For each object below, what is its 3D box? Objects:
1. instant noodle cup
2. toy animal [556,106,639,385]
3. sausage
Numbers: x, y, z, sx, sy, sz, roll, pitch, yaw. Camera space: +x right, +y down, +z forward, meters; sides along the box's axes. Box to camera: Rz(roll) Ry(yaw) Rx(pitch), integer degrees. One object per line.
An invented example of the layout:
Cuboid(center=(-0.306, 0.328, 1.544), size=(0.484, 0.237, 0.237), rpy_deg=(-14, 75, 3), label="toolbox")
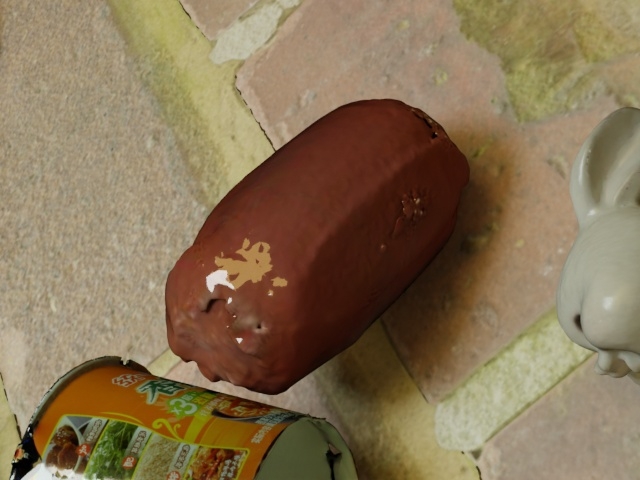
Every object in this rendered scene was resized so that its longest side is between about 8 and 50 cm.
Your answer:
Cuboid(center=(-0.090, 0.205, 1.133), size=(0.182, 0.230, 0.230), rpy_deg=(4, 67, 29), label="instant noodle cup")
Cuboid(center=(0.253, 0.011, 1.023), size=(0.193, 0.127, 0.178), rpy_deg=(2, 64, 41), label="toy animal")
Cuboid(center=(0.000, 0.000, 1.188), size=(0.152, 0.152, 0.279), rpy_deg=(15, 47, 43), label="sausage")
